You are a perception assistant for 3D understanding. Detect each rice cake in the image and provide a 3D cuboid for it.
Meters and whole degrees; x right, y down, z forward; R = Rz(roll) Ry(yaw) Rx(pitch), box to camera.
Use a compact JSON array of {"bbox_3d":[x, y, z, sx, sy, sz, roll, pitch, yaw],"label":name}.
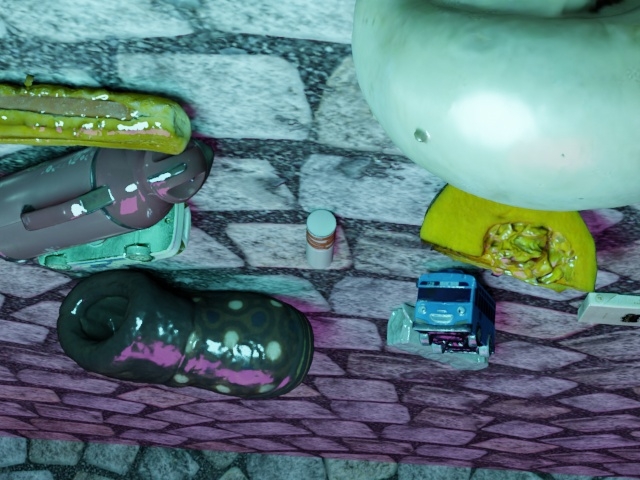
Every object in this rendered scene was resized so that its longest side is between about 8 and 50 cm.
[{"bbox_3d":[0.192,0.159,1.840,0.206,0.069,0.063,17,157,-33],"label":"rice cake"}]

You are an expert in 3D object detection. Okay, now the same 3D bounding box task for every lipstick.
[{"bbox_3d":[0.000,0.000,1.488,0.038,0.038,0.130,5,161,0],"label":"lipstick"}]

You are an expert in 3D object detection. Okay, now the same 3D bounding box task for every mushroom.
[{"bbox_3d":[0.150,-0.178,0.702,0.293,0.292,0.290,-1,130,18],"label":"mushroom"}]

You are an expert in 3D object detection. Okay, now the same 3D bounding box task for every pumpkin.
[{"bbox_3d":[0.191,-0.019,1.325,0.279,0.111,0.163,16,174,-30],"label":"pumpkin"}]

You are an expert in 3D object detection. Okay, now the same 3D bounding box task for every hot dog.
[{"bbox_3d":[-0.273,-0.126,1.174,0.286,0.061,0.088,6,161,4],"label":"hot dog"}]

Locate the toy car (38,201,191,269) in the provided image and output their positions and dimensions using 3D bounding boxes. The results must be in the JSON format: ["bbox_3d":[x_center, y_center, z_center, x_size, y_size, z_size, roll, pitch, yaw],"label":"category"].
[{"bbox_3d":[-0.263,-0.010,1.456,0.224,0.090,0.076,-6,163,30],"label":"toy car"}]

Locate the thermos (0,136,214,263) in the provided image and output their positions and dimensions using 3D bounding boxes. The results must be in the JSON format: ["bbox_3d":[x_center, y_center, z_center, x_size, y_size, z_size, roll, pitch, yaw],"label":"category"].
[{"bbox_3d":[-0.266,-0.055,1.291,0.330,0.109,0.136,-13,162,41],"label":"thermos"}]

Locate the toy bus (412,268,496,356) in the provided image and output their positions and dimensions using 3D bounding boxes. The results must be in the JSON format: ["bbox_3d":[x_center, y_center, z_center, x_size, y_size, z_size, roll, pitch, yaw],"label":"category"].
[{"bbox_3d":[0.194,0.106,1.634,0.090,0.106,0.185,2,166,19],"label":"toy bus"}]

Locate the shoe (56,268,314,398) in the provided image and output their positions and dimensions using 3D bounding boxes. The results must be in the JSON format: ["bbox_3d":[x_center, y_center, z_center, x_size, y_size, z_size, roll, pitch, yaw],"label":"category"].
[{"bbox_3d":[-0.214,0.140,1.739,0.384,0.171,0.237,3,166,28],"label":"shoe"}]

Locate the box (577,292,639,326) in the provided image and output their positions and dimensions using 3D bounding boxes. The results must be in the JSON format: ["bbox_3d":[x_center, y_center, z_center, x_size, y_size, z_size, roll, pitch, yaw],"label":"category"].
[{"bbox_3d":[0.470,0.105,1.678,0.167,0.024,0.090,4,160,3],"label":"box"}]
